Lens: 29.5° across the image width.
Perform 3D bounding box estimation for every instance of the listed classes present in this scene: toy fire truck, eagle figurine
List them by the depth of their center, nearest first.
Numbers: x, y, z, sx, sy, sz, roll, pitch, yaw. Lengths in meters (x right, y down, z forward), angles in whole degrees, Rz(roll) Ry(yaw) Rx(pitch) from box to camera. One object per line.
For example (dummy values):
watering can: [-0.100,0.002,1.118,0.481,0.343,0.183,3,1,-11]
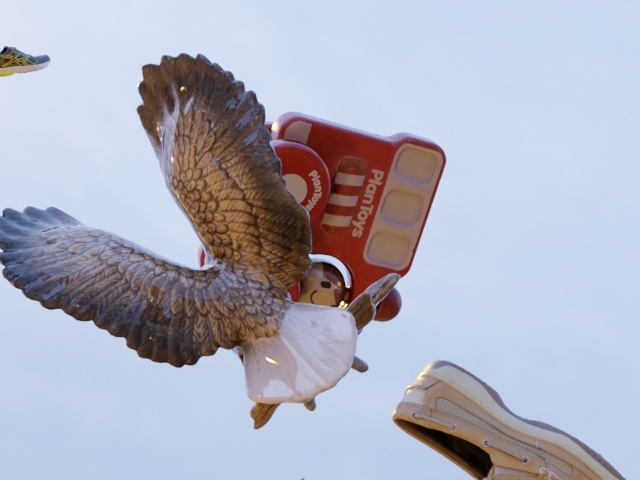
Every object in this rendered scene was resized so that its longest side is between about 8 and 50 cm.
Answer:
eagle figurine: [-0.102,0.019,1.034,0.225,0.226,0.298,-31,-71,32]
toy fire truck: [0.000,0.000,1.460,0.254,0.302,0.169,13,11,-16]

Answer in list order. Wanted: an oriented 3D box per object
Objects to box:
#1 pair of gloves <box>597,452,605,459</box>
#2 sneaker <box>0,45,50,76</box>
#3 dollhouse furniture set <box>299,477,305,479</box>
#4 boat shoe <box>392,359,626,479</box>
pair of gloves: [0.255,0.204,0.940,0.198,0.023,0.159,-31,-82,7]
sneaker: [-0.355,-0.213,1.425,0.083,0.035,0.031,-19,15,-39]
dollhouse furniture set: [-0.025,0.278,0.648,0.198,0.303,0.286,-34,4,-7]
boat shoe: [0.136,0.166,0.872,0.190,0.072,0.068,30,-39,22]
